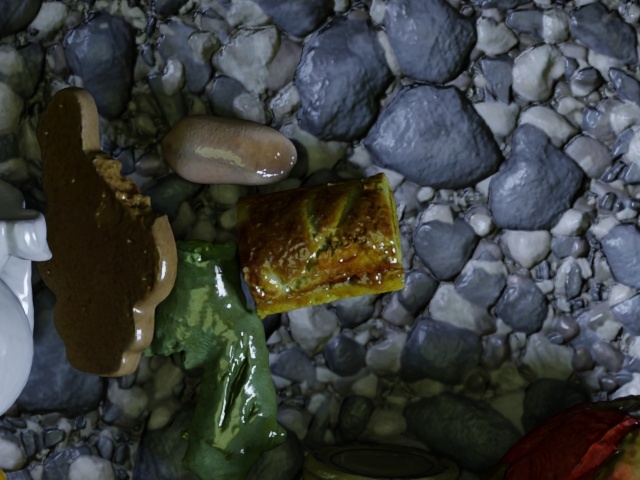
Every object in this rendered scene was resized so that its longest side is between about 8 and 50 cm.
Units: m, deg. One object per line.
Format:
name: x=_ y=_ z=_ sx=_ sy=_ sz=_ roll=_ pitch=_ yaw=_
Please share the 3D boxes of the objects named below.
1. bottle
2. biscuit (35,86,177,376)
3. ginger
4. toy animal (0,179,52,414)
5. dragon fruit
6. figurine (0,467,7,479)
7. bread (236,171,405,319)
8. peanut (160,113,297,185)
bottle: x=0.053 y=0.406 z=1.744 sx=0.171 sy=0.171 sz=0.351 roll=5 pitch=98 yaw=4
biscuit: x=-0.244 y=-0.011 z=1.761 sx=0.183 sy=0.047 sz=0.320 roll=-25 pitch=81 yaw=30
ginger: x=-0.123 y=0.131 z=1.774 sx=0.137 sy=0.089 sz=0.290 roll=-21 pitch=98 yaw=-12
toy animal: x=-0.387 y=0.081 z=1.713 sx=0.206 sy=0.272 sz=0.265 roll=4 pitch=109 yaw=4
dragon fruit: x=0.288 y=0.321 z=1.663 sx=0.277 sy=0.277 sz=0.342 roll=9 pitch=97 yaw=4
figurine: x=-0.437 y=0.314 z=1.783 sx=0.228 sy=0.215 sz=0.215 roll=33 pitch=97 yaw=16
bread: x=0.000 y=0.000 z=1.734 sx=0.172 sy=0.103 sz=0.132 roll=-11 pitch=60 yaw=8
peanut: x=-0.101 y=-0.097 z=1.755 sx=0.152 sy=0.076 sz=0.076 roll=7 pitch=96 yaw=6
